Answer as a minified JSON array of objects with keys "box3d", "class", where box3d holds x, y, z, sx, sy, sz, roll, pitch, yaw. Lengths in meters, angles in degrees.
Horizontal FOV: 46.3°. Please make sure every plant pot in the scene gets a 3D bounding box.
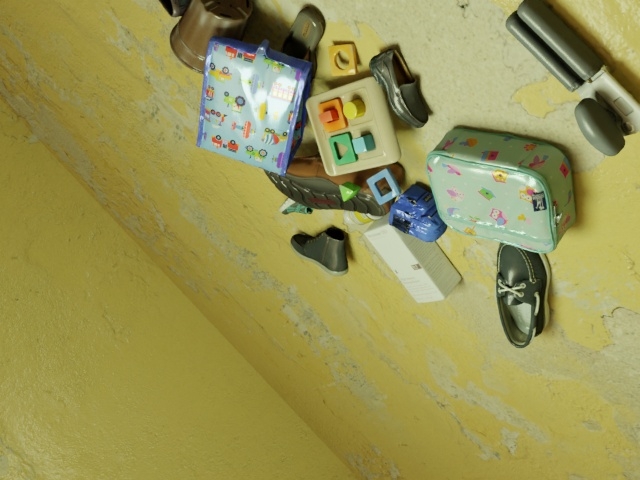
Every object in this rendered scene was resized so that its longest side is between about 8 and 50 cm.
[{"box3d":[-0.232,-0.480,1.656,0.167,0.167,0.165,45,144,1],"class":"plant pot"}]

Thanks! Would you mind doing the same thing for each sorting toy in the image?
[{"box3d":[0.059,-0.234,1.565,0.196,0.047,0.347,-9,102,42],"class":"sorting toy"}]

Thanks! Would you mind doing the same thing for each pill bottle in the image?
[{"box3d":[0.105,-0.073,1.829,0.065,0.065,0.116,51,151,-11],"class":"pill bottle"}]

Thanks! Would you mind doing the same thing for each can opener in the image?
[{"box3d":[0.400,-0.262,1.177,0.280,0.093,0.074,49,153,2],"class":"can opener"}]

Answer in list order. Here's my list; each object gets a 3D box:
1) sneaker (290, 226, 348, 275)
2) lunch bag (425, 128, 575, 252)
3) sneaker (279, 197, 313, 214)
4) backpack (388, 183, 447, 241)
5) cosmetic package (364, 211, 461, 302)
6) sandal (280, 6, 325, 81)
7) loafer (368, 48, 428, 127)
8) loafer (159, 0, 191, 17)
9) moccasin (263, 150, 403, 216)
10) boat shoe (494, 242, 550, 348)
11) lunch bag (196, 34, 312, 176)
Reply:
[{"box3d":[0.000,0.000,2.071,0.222,0.083,0.118,29,130,40],"class":"sneaker"},{"box3d":[0.348,-0.089,1.441,0.279,0.108,0.224,19,142,39],"class":"lunch bag"},{"box3d":[-0.056,-0.094,2.020,0.076,0.065,0.166,44,153,-5],"class":"sneaker"},{"box3d":[0.224,-0.058,1.658,0.120,0.098,0.101,33,146,22],"class":"backpack"},{"box3d":[0.221,0.036,1.800,0.231,0.085,0.117,50,151,-11],"class":"cosmetic package"},{"box3d":[-0.046,-0.403,1.600,0.090,0.060,0.219,42,151,6],"class":"sandal"},{"box3d":[0.164,-0.297,1.466,0.170,0.062,0.061,51,146,-13],"class":"loafer"},{"box3d":[-0.393,-0.642,1.706,0.302,0.095,0.109,48,151,-5],"class":"loafer"},{"box3d":[0.022,-0.159,1.769,0.380,0.147,0.139,8,149,43],"class":"moccasin"},{"box3d":[0.431,0.112,1.612,0.114,0.091,0.302,14,139,44],"class":"boat shoe"},{"box3d":[-0.145,-0.313,1.644,0.221,0.138,0.293,19,142,4],"class":"lunch bag"}]
